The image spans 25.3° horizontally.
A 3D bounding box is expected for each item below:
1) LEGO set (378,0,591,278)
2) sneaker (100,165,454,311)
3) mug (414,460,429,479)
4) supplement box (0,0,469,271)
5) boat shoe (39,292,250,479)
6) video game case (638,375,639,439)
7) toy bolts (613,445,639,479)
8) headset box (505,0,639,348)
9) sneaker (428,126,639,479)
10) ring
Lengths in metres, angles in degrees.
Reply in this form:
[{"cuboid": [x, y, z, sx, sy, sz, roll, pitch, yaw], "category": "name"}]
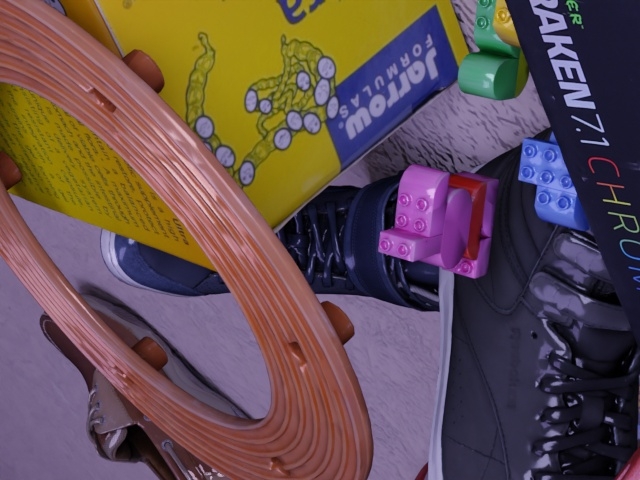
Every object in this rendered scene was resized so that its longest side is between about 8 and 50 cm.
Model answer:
[{"cuboid": [0.081, -0.079, 0.592, 0.087, 0.093, 0.227, 17, 109, 34], "category": "LEGO set"}, {"cuboid": [0.001, -0.002, 0.839, 0.163, 0.226, 0.086, 8, 98, 55], "category": "sneaker"}, {"cuboid": [0.146, 0.165, 0.954, 0.169, 0.150, 0.113, 110, 148, -66], "category": "mug"}, {"cuboid": [-0.124, -0.146, 0.826, 0.357, 0.194, 0.195, 17, 141, 48], "category": "supplement box"}, {"cuboid": [-0.192, 0.173, 1.491, 0.324, 0.116, 0.123, 35, 152, 26], "category": "boat shoe"}, {"cuboid": [0.174, 0.074, 0.868, 0.166, 0.015, 0.119, 10, 136, 54], "category": "video game case"}, {"cuboid": [0.209, 0.075, 0.423, 0.229, 0.158, 0.218, 33, -166, 8], "category": "toy bolts"}, {"cuboid": [0.223, -0.050, 0.470, 0.283, 0.131, 0.246, 16, 140, 49], "category": "headset box"}, {"cuboid": [0.124, 0.066, 0.690, 0.147, 0.105, 0.295, 127, 145, -60], "category": "sneaker"}, {"cuboid": [-0.095, 0.003, 0.727, 0.337, 0.032, 0.336, 38, 153, 23], "category": "ring"}]
